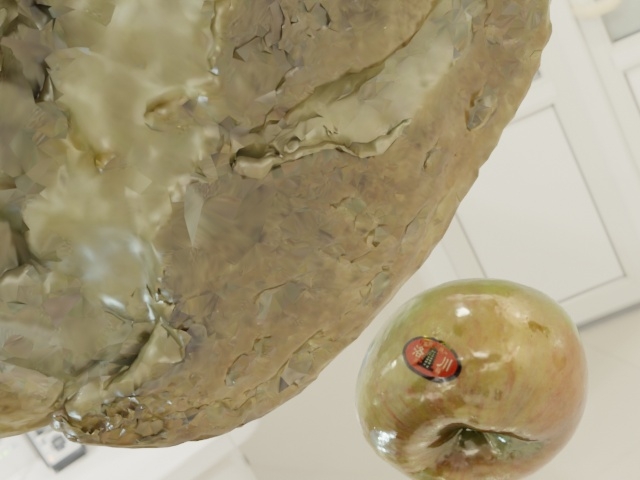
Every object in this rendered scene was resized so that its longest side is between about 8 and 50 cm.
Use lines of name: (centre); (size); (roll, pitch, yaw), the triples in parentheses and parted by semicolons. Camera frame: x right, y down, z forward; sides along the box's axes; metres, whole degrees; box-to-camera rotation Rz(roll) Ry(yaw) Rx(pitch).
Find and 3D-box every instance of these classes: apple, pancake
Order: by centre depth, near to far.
pancake: (-0.081, -0.101, 0.339); (0.387, 0.387, 0.082); (-29, 30, -4)
apple: (0.168, 0.160, 1.202); (0.261, 0.261, 0.194); (-19, 37, 24)
